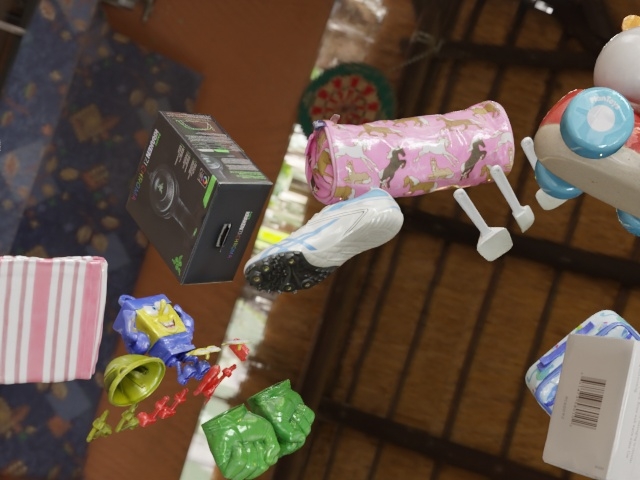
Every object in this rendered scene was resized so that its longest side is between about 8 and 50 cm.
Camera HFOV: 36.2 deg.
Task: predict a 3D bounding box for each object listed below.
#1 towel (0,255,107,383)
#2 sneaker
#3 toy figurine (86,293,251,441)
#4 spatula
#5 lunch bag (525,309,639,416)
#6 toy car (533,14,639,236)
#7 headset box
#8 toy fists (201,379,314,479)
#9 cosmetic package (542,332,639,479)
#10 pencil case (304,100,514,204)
[{"bbox_3d":[-0.327,0.083,1.030,0.029,0.197,0.144,35,-61,58],"label":"towel"},{"bbox_3d":[0.000,0.000,1.367,0.086,0.237,0.085,56,-12,47],"label":"sneaker"},{"bbox_3d":[-0.322,0.192,1.758,0.363,0.217,0.191,-9,141,-57],"label":"toy figurine"},{"bbox_3d":[0.289,-0.058,1.486,0.168,0.242,0.019,-36,-121,8],"label":"spatula"},{"bbox_3d":[0.494,0.245,1.771,0.219,0.176,0.090,-41,-160,6],"label":"lunch bag"},{"bbox_3d":[0.382,-0.155,1.124,0.237,0.210,0.219,-63,171,-8],"label":"toy car"},{"bbox_3d":[-0.244,-0.080,1.950,0.283,0.131,0.246,49,-54,36],"label":"headset box"},{"bbox_3d":[-0.114,0.385,1.968,0.096,0.142,0.279,-26,177,35],"label":"toy fists"},{"bbox_3d":[0.521,0.266,1.374,0.155,0.366,0.196,-4,-111,68],"label":"cosmetic package"},{"bbox_3d":[0.167,-0.165,1.816,0.160,0.386,0.167,170,-87,-73],"label":"pencil case"}]
